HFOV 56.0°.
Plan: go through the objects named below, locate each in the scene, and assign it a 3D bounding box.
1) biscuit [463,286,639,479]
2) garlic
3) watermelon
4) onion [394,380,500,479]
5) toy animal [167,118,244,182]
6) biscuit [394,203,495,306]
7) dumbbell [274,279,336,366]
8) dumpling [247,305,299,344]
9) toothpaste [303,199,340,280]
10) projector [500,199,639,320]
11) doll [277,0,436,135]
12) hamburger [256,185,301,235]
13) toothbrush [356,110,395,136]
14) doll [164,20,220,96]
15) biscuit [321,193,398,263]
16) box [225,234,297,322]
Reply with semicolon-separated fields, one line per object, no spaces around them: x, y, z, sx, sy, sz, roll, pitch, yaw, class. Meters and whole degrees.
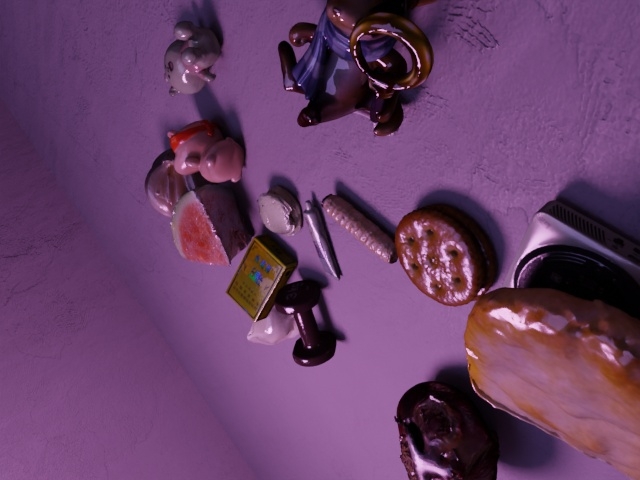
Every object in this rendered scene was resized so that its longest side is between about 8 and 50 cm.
0.424;0.225;0.962;0.429;0.104;0.446;24;152;36;biscuit
-0.427;-0.173;1.885;0.238;0.210;0.291;7;127;9;garlic
-0.323;-0.029;1.749;0.232;0.193;0.310;25;122;4;watermelon
0.296;0.471;1.394;0.314;0.233;0.313;166;90;-72;onion
-0.310;-0.241;1.621;0.198;0.171;0.171;37;143;24;toy animal
0.244;0.030;1.202;0.220;0.066;0.220;35;140;35;biscuit
-0.040;0.233;1.694;0.124;0.140;0.225;-10;114;15;dumbbell
-0.128;0.256;1.866;0.151;0.124;0.229;22;128;-17;dumpling
0.000;0.000;1.532;0.060;0.038;0.233;19;136;49;toothpaste
0.433;0.098;0.990;0.257;0.079;0.259;36;143;27;projector
0.053;-0.323;1.008;0.318;0.209;0.339;44;144;14;doll
-0.108;-0.074;1.586;0.133;0.062;0.140;32;138;32;hamburger
0.035;-0.280;1.243;0.307;0.025;0.029;33;149;32;toothbrush
-0.323;-0.446;1.507;0.154;0.113;0.275;67;155;0;doll
0.091;-0.030;1.363;0.219;0.055;0.061;42;-179;23;biscuit
-0.174;0.110;1.754;0.141;0.064;0.220;41;120;23;box
